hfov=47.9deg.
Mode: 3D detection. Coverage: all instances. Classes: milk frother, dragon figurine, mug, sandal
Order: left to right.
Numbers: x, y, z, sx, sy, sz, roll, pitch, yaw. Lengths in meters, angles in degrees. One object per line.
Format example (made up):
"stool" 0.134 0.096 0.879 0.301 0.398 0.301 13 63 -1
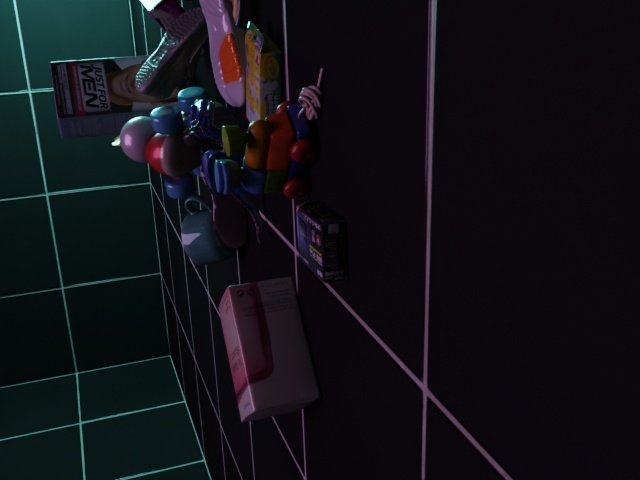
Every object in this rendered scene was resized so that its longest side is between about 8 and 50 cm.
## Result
"mug" -0.258 -0.020 1.701 0.157 0.098 0.129 53 -145 -46
"milk frother" -0.233 -0.237 1.627 0.143 0.129 0.135 42 -177 -29
"dragon figurine" -0.185 -0.136 1.411 0.085 0.144 0.289 -140 44 -65
"sandal" -0.156 -0.378 1.322 0.102 0.076 0.265 21 128 49

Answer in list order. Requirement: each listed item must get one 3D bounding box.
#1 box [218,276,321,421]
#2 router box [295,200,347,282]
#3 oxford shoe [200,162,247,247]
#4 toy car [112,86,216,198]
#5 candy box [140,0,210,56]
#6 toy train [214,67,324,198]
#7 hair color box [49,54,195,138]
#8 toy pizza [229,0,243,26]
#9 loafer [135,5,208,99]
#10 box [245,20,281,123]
"box" -0.100 0.203 1.338 0.148 0.127 0.232 124 135 -64
"router box" 0.000 0.000 1.078 0.122 0.038 0.092 -140 44 -64
"oxford shoe" -0.213 -0.088 1.651 0.076 0.076 0.212 -77 -28 -83
"toy car" -0.396 -0.254 1.769 0.238 0.210 0.219 15 131 23
"candy box" -0.361 -0.539 1.770 0.159 0.071 0.233 51 -178 -33
"toy train" -0.084 -0.163 1.089 0.248 0.144 0.105 105 150 -52
"hair color box" -0.540 -0.404 2.002 0.113 0.375 0.185 120 138 -63
"toy pizza" -0.193 -0.521 1.442 0.201 0.032 0.201 172 90 -72
"loafer" -0.322 -0.428 1.660 0.251 0.087 0.094 -47 48 9
"box" -0.101 -0.281 1.254 0.105 0.043 0.179 -121 26 -51
